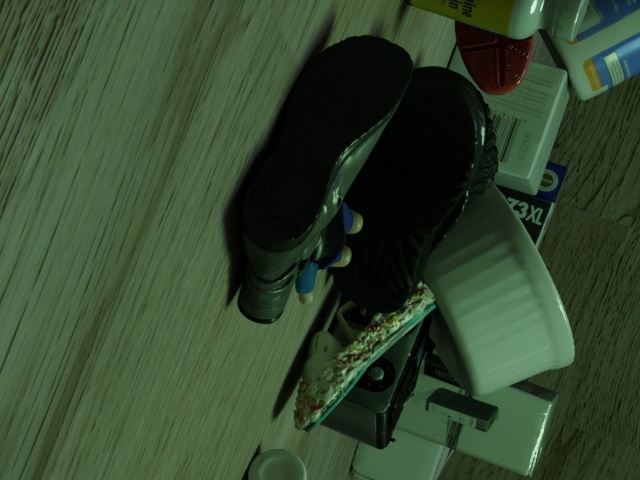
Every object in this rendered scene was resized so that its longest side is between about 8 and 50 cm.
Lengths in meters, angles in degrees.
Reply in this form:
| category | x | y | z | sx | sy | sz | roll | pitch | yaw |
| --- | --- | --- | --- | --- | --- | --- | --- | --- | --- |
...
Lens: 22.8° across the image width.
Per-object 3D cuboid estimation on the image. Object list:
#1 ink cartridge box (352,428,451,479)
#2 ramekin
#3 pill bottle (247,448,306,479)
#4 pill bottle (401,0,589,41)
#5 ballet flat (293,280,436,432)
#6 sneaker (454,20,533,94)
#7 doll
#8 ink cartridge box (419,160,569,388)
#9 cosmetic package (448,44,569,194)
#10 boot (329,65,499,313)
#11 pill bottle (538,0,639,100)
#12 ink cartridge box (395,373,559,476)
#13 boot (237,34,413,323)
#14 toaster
| category | x | y | z | sx | sy | sz | roll | pitch | yaw |
| --- | --- | --- | --- | --- | --- | --- | --- | --- | --- |
| ink cartridge box | 0.174 | 0.252 | 2.565 | 0.307 | 0.129 | 0.223 | -39 | 147 | -69 |
| ramekin | 0.193 | 0.061 | 1.996 | 0.135 | 0.277 | 0.277 | -26 | 159 | -6 |
| pill bottle | -0.049 | 0.285 | 1.752 | 0.116 | 0.065 | 0.065 | 95 | 19 | -54 |
| pill bottle | 0.175 | -0.261 | 1.576 | 0.103 | 0.184 | 0.103 | 19 | 90 | -79 |
| ballet flat | 0.034 | 0.118 | 1.800 | 0.241 | 0.077 | 0.091 | -43 | 180 | -30 |
| sneaker | 0.177 | -0.255 | 1.696 | 0.128 | 0.087 | 0.221 | 54 | 30 | -82 |
| doll | 0.000 | 0.000 | 1.550 | 0.189 | 0.046 | 0.129 | 11 | 98 | -79 |
| ink cartridge box | 0.205 | 0.016 | 2.197 | 0.069 | 0.176 | 0.371 | 85 | 27 | -65 |
| cosmetic package | 0.238 | -0.162 | 2.118 | 0.184 | 0.151 | 0.151 | 28 | 81 | -79 |
| boot | 0.129 | -0.108 | 1.736 | 0.260 | 0.131 | 0.348 | -51 | 169 | -41 |
| pill bottle | 0.428 | -0.310 | 2.085 | 0.272 | 0.152 | 0.152 | -28 | 170 | 6 |
| ink cartridge box | 0.195 | 0.231 | 2.266 | 0.197 | 0.273 | 0.114 | 8 | 102 | -79 |
| boot | -0.007 | -0.055 | 1.391 | 0.246 | 0.083 | 0.161 | -58 | 171 | -27 |
| toaster | 0.065 | 0.151 | 1.941 | 0.185 | 0.110 | 0.168 | 83 | 29 | -65 |
